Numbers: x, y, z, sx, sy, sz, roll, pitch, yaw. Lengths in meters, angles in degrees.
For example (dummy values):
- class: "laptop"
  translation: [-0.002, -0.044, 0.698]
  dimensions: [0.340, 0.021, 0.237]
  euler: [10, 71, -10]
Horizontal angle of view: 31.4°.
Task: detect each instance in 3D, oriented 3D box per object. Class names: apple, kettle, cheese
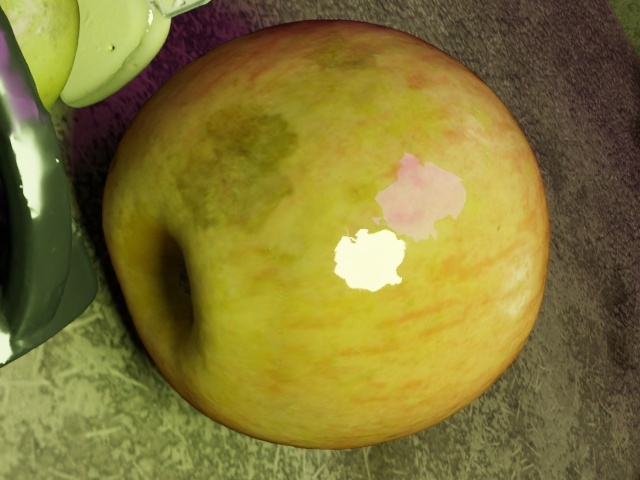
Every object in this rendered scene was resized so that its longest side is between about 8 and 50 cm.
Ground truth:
- class: "apple"
  translation: [0.000, 0.000, 0.945]
  dimensions: [0.364, 0.364, 0.364]
  euler: [33, 48, -46]
- class: "kettle"
  translation: [-0.266, -0.050, 0.636]
  dimensions: [0.207, 0.251, 0.271]
  euler: [-25, 104, -15]
- class: "cheese"
  translation: [-0.145, -0.187, 0.906]
  dimensions: [0.050, 0.255, 0.127]
  euler: [-32, 107, -60]

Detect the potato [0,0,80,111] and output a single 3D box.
- class: "potato"
  translation: [-0.279, -0.180, 0.786]
  dimensions: [0.228, 0.148, 0.197]
  euler: [19, 91, -40]
